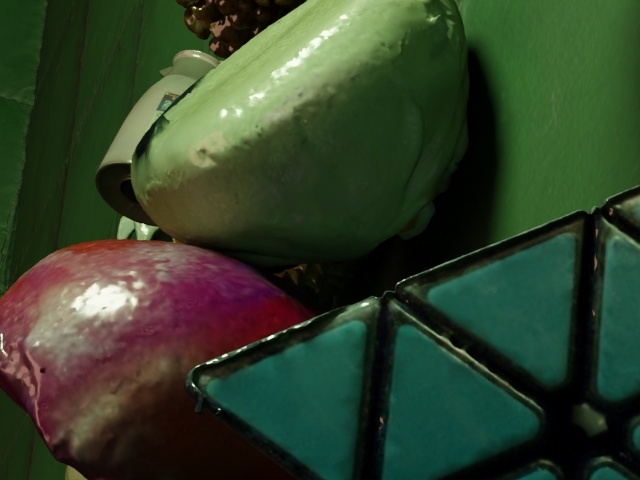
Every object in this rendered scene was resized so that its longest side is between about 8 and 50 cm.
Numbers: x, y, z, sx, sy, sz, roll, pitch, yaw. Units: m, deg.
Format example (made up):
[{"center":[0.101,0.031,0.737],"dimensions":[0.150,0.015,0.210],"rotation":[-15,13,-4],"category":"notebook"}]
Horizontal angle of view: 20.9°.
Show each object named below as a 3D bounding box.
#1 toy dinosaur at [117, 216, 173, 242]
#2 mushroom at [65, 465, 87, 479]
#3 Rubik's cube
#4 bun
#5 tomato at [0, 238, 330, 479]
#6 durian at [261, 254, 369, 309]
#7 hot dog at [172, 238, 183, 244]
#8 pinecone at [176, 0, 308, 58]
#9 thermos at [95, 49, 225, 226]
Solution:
[{"center":[-0.171,-0.018,1.967],"dimensions":[0.393,0.092,0.205],"rotation":[129,154,-60],"category":"toy dinosaur"},{"center":[-0.141,0.152,1.500],"dimensions":[0.204,0.204,0.204],"rotation":[-167,90,-73],"category":"mushroom"},{"center":[0.113,0.105,0.838],"dimensions":[0.233,0.228,0.229],"rotation":[-44,-58,-48],"category":"Rubik's cube"},{"center":[0.005,-0.071,1.263],"dimensions":[0.283,0.179,0.283],"rotation":[-34,13,9],"category":"bun"},{"center":[-0.078,0.092,1.203],"dimensions":[0.176,0.335,0.289],"rotation":[-51,36,2],"category":"tomato"},{"center":[0.000,0.002,1.416],"dimensions":[0.108,0.119,0.186],"rotation":[65,-148,-48],"category":"durian"},{"center":[-0.095,0.078,1.628],"dimensions":[0.261,0.093,0.123],"rotation":[98,162,-44],"category":"hot dog"},{"center":[-0.049,-0.248,1.586],"dimensions":[0.150,0.179,0.195],"rotation":[-75,-15,-46],"category":"pinecone"},{"center":[-0.143,-0.118,1.861],"dimensions":[0.105,0.137,0.193],"rotation":[69,-146,-46],"category":"thermos"}]
